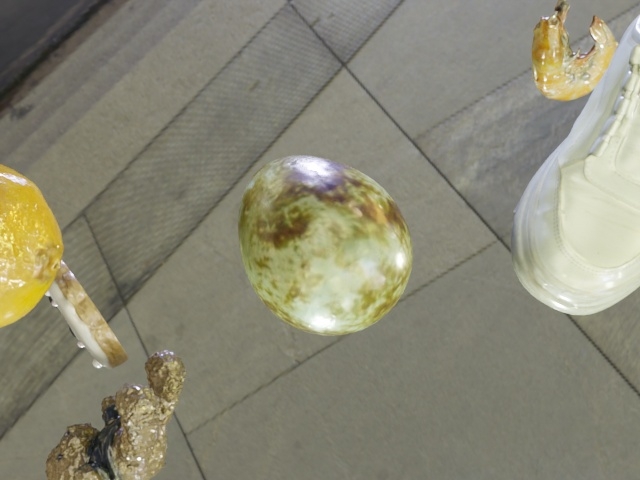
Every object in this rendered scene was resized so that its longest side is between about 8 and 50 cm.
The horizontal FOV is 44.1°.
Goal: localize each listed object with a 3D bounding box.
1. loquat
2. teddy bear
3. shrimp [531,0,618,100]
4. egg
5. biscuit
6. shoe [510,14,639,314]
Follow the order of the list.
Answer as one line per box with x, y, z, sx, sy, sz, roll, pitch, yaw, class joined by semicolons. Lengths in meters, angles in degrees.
-0.393;0.004;0.858;0.234;0.176;0.187;16;45;17;loquat
-0.273;0.277;1.083;0.251;0.182;0.129;-39;95;21;teddy bear
0.395;-0.300;1.240;0.133;0.187;0.051;-18;47;8;shrimp
0.000;0.000;1.140;0.238;0.238;0.289;-33;58;-5;egg
-0.348;0.110;1.144;0.049;0.181;0.208;-34;12;-20;biscuit
0.260;-0.095;0.599;0.124;0.159;0.316;28;69;6;shoe
